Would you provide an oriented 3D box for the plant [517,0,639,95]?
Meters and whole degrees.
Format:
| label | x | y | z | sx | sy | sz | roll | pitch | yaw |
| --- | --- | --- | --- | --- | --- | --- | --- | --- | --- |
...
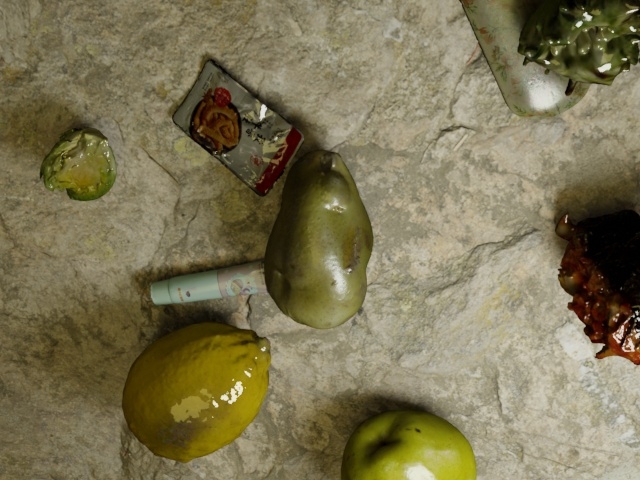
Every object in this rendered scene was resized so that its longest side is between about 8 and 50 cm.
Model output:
| label | x | y | z | sx | sy | sz | roll | pitch | yaw |
| --- | --- | --- | --- | --- | --- | --- | --- | --- | --- |
| plant | 0.446 | -0.389 | 1.569 | 0.180 | 0.333 | 0.251 | 38 | 148 | -23 |

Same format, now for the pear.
| label | x | y | z | sx | sy | sz | roll | pitch | yaw |
| --- | --- | --- | --- | --- | --- | --- | --- | --- | --- |
| pear | 0.187 | 0.491 | 2.090 | 0.294 | 0.294 | 0.294 | 4 | 120 | 7 |

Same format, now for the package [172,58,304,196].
| label | x | y | z | sx | sy | sz | roll | pitch | yaw |
| --- | --- | --- | --- | --- | --- | --- | --- | --- | --- |
| package | -0.154 | -0.210 | 1.853 | 0.239 | 0.030 | 0.154 | 39 | 116 | 3 |

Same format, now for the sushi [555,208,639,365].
| label | x | y | z | sx | sy | sz | roll | pitch | yaw |
| --- | --- | --- | --- | --- | --- | --- | --- | --- | --- |
| sushi | 0.534 | 0.066 | 1.765 | 0.182 | 0.343 | 0.196 | -6 | 122 | -10 |

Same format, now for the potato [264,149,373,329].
| label | x | y | z | sx | sy | sz | roll | pitch | yaw |
| --- | --- | --- | --- | --- | --- | --- | --- | --- | --- |
| potato | -0.003 | -0.001 | 1.868 | 0.202 | 0.218 | 0.351 | 7 | 118 | 7 |

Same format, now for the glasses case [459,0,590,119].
| label | x | y | z | sx | sy | sz | roll | pitch | yaw |
| --- | --- | --- | --- | --- | --- | --- | --- | --- | --- |
| glasses case | 0.318 | -0.396 | 1.651 | 0.156 | 0.098 | 0.425 | -24 | 114 | 13 |

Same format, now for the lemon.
| label | x | y | z | sx | sy | sz | roll | pitch | yaw |
| --- | --- | --- | --- | --- | --- | --- | --- | --- | --- |
| lemon | -0.254 | 0.304 | 2.060 | 0.285 | 0.285 | 0.316 | 46 | 74 | -16 |

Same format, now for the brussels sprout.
| label | x | y | z | sx | sy | sz | roll | pitch | yaw |
| --- | --- | --- | --- | --- | --- | --- | --- | --- | --- |
| brussels sprout | -0.461 | -0.149 | 1.934 | 0.139 | 0.100 | 0.181 | 26 | 120 | -17 |

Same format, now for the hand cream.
| label | x | y | z | sx | sy | sz | roll | pitch | yaw |
| --- | --- | --- | --- | --- | --- | --- | --- | --- | --- |
| hand cream | -0.185 | 0.084 | 2.046 | 0.331 | 0.058 | 0.085 | -10 | 101 | 9 |
